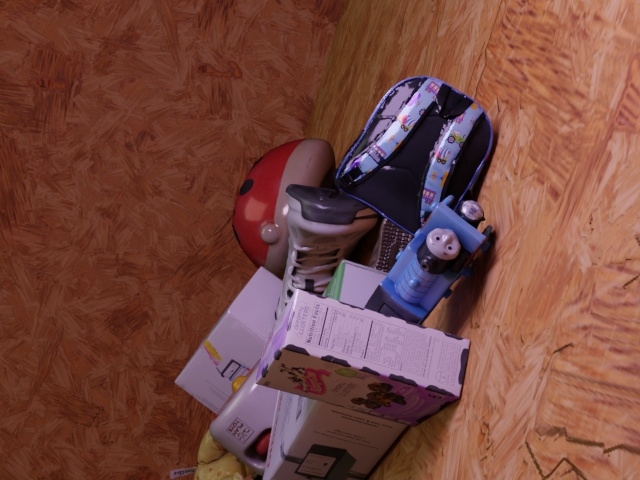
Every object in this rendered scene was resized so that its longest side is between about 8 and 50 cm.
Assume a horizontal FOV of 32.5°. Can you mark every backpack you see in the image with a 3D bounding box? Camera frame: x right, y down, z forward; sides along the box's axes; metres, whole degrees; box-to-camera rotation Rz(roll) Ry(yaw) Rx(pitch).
[{"bbox_3d":[0.121,-0.103,1.319,0.173,0.158,0.117,-59,-9,6],"label":"backpack"}]

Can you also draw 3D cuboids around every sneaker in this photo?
[{"bbox_3d":[0.011,0.042,1.893,0.447,0.169,0.258,93,-176,-89],"label":"sneaker"},{"bbox_3d":[0.096,0.046,1.559,0.071,0.066,0.189,26,-94,-81],"label":"sneaker"}]

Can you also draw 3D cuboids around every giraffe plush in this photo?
[{"bbox_3d":[-0.180,0.489,2.224,0.170,0.210,0.182,41,150,56],"label":"giraffe plush"}]

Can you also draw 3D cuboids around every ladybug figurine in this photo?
[{"bbox_3d":[-0.082,-0.080,2.379,0.449,0.161,0.305,-54,-20,-74],"label":"ladybug figurine"}]

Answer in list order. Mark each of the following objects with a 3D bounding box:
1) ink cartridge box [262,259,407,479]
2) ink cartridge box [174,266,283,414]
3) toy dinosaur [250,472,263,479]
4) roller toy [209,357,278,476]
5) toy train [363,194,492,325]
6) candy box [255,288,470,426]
[{"bbox_3d":[0.026,0.198,1.451,0.289,0.121,0.211,117,167,-53],"label":"ink cartridge box"},{"bbox_3d":[-0.130,0.206,2.086,0.233,0.168,0.171,-51,3,36],"label":"ink cartridge box"},{"bbox_3d":[-0.143,0.564,1.986,0.218,0.164,0.322,-57,-30,-63],"label":"toy dinosaur"},{"bbox_3d":[-0.084,0.273,1.795,0.191,0.146,0.209,-52,1,-16],"label":"roller toy"},{"bbox_3d":[0.120,0.030,1.205,0.105,0.080,0.184,-46,-9,-40],"label":"toy train"},{"bbox_3d":[0.041,0.133,1.204,0.165,0.196,0.070,123,162,-66],"label":"candy box"}]
